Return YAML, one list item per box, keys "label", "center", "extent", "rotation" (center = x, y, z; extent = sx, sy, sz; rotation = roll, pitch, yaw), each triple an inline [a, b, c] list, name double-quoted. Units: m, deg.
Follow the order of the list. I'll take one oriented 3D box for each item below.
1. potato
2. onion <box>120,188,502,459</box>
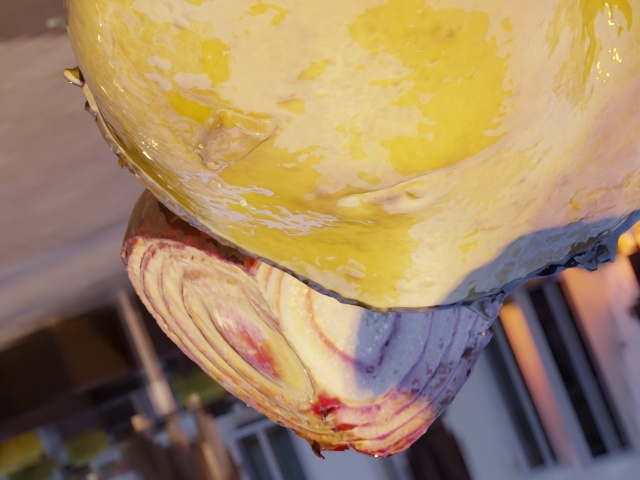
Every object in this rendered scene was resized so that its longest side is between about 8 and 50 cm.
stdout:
- label: "potato"
  center: [0.067, -0.132, 0.987]
  extent: [0.397, 0.290, 0.296]
  rotation: [2, 164, -10]
- label: "onion"
  center: [-0.003, -0.002, 1.301]
  extent: [0.207, 0.216, 0.206]
  rotation: [22, -123, 44]
